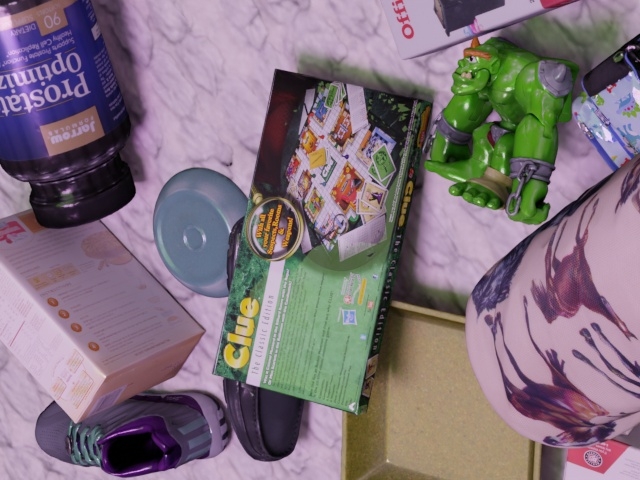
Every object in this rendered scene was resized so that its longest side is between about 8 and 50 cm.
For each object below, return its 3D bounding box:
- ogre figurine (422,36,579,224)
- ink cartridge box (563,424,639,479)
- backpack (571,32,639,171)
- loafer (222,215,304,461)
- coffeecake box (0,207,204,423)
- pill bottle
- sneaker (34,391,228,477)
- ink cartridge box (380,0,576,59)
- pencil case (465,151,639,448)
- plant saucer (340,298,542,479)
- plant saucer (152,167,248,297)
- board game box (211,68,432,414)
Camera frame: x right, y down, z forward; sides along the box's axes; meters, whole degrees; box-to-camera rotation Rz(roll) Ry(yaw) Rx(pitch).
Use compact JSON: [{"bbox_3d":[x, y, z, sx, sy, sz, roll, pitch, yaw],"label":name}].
[{"bbox_3d":[0.136,-0.088,1.435,0.097,0.197,0.118,19,99,0],"label":"ogre figurine"},{"bbox_3d":[0.242,0.211,1.496,0.099,0.056,0.135,17,114,31],"label":"ink cartridge box"},{"bbox_3d":[0.244,-0.089,1.373,0.114,0.105,0.084,53,132,-1],"label":"backpack"},{"bbox_3d":[-0.036,0.086,1.639,0.078,0.076,0.223,11,107,40],"label":"loafer"},{"bbox_3d":[-0.220,0.057,1.717,0.185,0.142,0.068,46,124,16],"label":"coffeecake box"},{"bbox_3d":[-0.237,-0.127,1.674,0.123,0.123,0.219,0,117,35],"label":"pill bottle"},{"bbox_3d":[-0.197,0.178,1.767,0.224,0.098,0.083,-8,100,36],"label":"sneaker"},{"bbox_3d":[0.124,-0.221,1.434,0.175,0.072,0.127,-18,94,37],"label":"ink cartridge box"},{"bbox_3d":[0.244,0.031,1.284,0.183,0.160,0.410,45,155,-2],"label":"pencil case"},{"bbox_3d":[0.108,0.141,1.575,0.188,0.045,0.188,13,111,32],"label":"plant saucer"},{"bbox_3d":[-0.106,-0.004,1.695,0.119,0.021,0.119,11,110,32],"label":"plant saucer"},{"bbox_3d":[0.000,0.000,1.563,0.136,0.030,0.259,14,96,20],"label":"board game box"}]
